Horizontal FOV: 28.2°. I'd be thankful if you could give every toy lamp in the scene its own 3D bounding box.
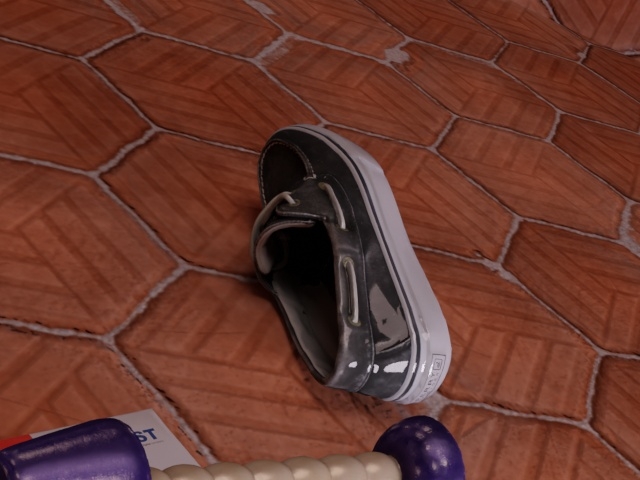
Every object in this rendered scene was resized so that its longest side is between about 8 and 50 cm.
[{"bbox_3d":[-0.046,0.131,0.679,0.274,0.080,0.080,4,32,-39],"label":"toy lamp"}]

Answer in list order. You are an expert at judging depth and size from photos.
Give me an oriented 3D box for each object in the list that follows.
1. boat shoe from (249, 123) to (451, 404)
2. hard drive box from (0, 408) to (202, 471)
[{"bbox_3d":[0.000,0.000,1.099,0.119,0.121,0.335,11,31,-33],"label":"boat shoe"},{"bbox_3d":[-0.109,0.209,0.669,0.181,0.089,0.232,-7,40,-47],"label":"hard drive box"}]
